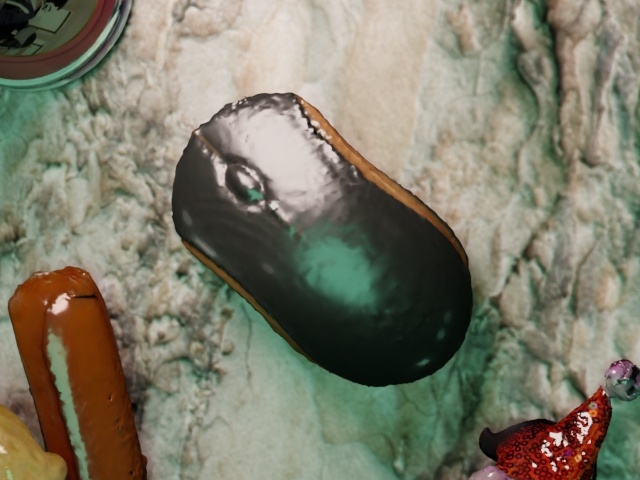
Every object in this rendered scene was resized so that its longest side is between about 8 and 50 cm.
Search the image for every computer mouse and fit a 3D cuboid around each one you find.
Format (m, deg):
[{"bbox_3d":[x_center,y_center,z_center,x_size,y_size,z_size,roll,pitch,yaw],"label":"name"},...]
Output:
[{"bbox_3d":[0.000,0.000,0.897,0.323,0.116,0.183,41,95,6],"label":"computer mouse"}]

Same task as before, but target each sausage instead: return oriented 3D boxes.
[{"bbox_3d":[-0.228,0.189,0.960,0.102,0.102,0.330,-11,93,11],"label":"sausage"}]

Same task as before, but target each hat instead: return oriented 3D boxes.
[{"bbox_3d":[0.214,0.198,0.890,0.140,0.129,0.227,34,82,23],"label":"hat"}]

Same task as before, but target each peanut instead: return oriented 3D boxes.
[{"bbox_3d":[-0.362,0.188,0.903,0.263,0.101,0.117,17,58,1],"label":"peanut"}]

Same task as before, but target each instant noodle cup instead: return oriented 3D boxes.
[{"bbox_3d":[-0.322,-0.262,0.863,0.244,0.255,0.244,0,92,11],"label":"instant noodle cup"}]
